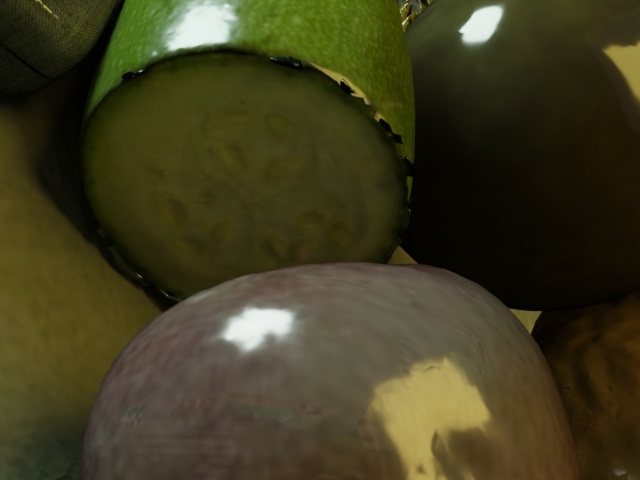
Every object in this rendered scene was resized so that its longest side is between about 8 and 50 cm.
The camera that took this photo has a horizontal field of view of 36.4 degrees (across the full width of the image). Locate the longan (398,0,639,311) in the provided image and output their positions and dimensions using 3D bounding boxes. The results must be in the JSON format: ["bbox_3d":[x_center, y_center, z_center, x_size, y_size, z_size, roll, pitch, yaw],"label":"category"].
[{"bbox_3d":[0.153,-0.069,0.676,0.258,0.258,0.258,43,30,-33],"label":"longan"}]

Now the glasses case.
[{"bbox_3d":[-0.166,-0.216,0.584,0.131,0.074,0.323,44,30,-29],"label":"glasses case"}]

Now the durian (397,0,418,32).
[{"bbox_3d":[0.055,-0.134,0.857,0.183,0.138,0.249,41,24,-19],"label":"durian"}]

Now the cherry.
[{"bbox_3d":[0.019,0.126,0.416,0.239,0.206,0.239,54,13,-19],"label":"cherry"}]

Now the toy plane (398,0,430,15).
[{"bbox_3d":[0.063,-0.335,1.122,0.212,0.088,0.267,7,57,-65],"label":"toy plane"}]

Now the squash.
[{"bbox_3d":[-0.032,-0.103,0.585,0.189,0.189,0.260,47,28,-27],"label":"squash"}]

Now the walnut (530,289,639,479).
[{"bbox_3d":[0.286,0.207,0.704,0.383,0.384,0.383,43,30,-33],"label":"walnut"}]
